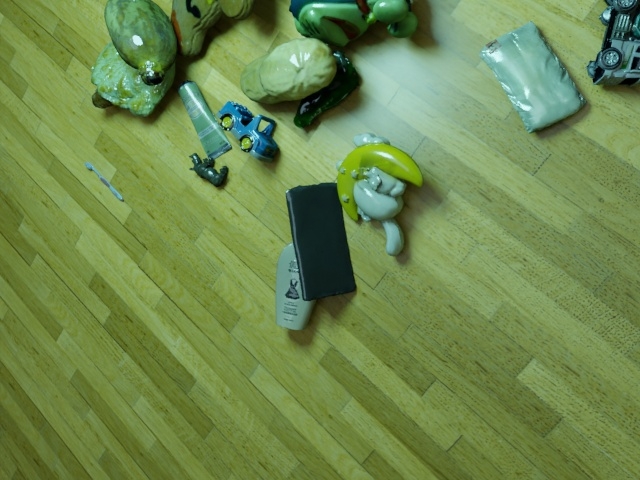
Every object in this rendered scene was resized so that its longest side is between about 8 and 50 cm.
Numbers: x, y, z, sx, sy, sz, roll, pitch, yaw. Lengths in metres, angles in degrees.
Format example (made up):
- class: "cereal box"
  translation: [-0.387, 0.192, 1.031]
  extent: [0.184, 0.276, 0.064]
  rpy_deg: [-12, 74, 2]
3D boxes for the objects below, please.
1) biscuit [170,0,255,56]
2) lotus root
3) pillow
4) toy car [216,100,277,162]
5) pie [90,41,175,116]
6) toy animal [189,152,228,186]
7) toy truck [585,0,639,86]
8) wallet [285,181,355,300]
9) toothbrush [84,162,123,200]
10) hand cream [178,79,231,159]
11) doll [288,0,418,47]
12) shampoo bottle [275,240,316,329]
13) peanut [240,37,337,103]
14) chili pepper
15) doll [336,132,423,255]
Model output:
- class: "biscuit"
  translation: [-0.306, -0.710, 1.377]
  extent: [0.394, 0.076, 0.368]
  rpy_deg: [-9, 89, 49]
- class: "lotus root"
  translation: [-0.475, -0.547, 1.429]
  extent: [0.173, 0.173, 0.309]
  rpy_deg: [-38, 64, 21]
- class: "pillow"
  translation: [0.451, -0.348, 1.135]
  extent: [0.128, 0.051, 0.229]
  rpy_deg: [-31, 80, 15]
- class: "toy car"
  translation: [-0.181, -0.298, 1.399]
  extent: [0.100, 0.097, 0.191]
  rpy_deg: [-46, 74, 18]
- class: "pie"
  translation: [-0.546, -0.498, 1.558]
  extent: [0.274, 0.105, 0.257]
  rpy_deg: [15, 87, 22]
- class: "toy animal"
  translation: [-0.322, -0.203, 1.493]
  extent: [0.135, 0.047, 0.065]
  rpy_deg: [33, 116, 14]
- class: "toy truck"
  translation: [0.611, -0.430, 1.030]
  extent: [0.124, 0.114, 0.253]
  rpy_deg: [12, 97, 13]
- class: "wallet"
  translation: [0.000, 0.000, 1.320]
  extent: [0.146, 0.030, 0.285]
  rpy_deg: [-8, 86, -20]
- class: "toothbrush"
  translation: [-0.681, -0.186, 1.673]
  extent: [0.193, 0.019, 0.013]
  rpy_deg: [42, 107, 16]
- class: "hand cream"
  translation: [-0.332, -0.346, 1.494]
  extent: [0.086, 0.055, 0.235]
  rpy_deg: [-26, 89, 28]
- class: "doll"
  translation: [0.066, -0.550, 1.222]
  extent: [0.322, 0.198, 0.186]
  rpy_deg: [5, 88, 24]
- class: "shampoo bottle"
  translation: [-0.054, 0.097, 1.363]
  extent: [0.127, 0.078, 0.257]
  rpy_deg: [10, 92, 16]
- class: "peanut"
  translation: [-0.092, -0.405, 1.290]
  extent: [0.319, 0.147, 0.147]
  rpy_deg: [5, 94, 49]
- class: "chili pepper"
  translation: [0.009, -0.369, 1.331]
  extent: [0.108, 0.062, 0.216]
  rpy_deg: [44, 110, 17]
- class: "doll"
  translation: [0.135, -0.121, 1.253]
  extent: [0.252, 0.111, 0.237]
  rpy_deg: [41, 127, 21]
